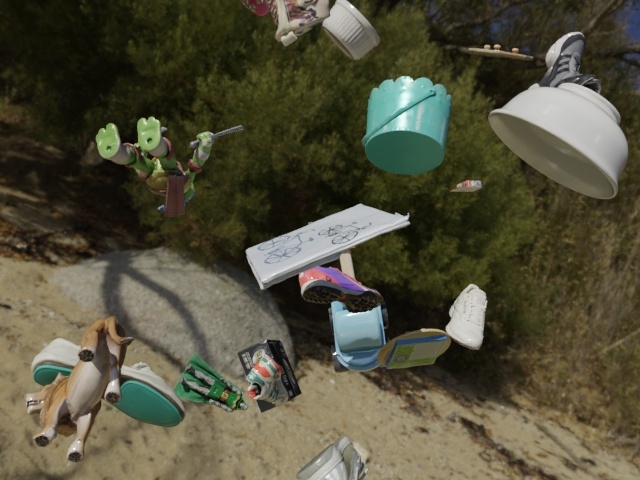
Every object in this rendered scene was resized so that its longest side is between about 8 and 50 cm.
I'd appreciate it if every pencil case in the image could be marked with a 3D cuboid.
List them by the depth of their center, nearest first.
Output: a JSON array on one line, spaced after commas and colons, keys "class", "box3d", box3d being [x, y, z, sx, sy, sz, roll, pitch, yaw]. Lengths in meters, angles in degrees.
[{"class": "pencil case", "box3d": [-0.102, -0.709, 1.293, 0.159, 0.183, 0.411, 3, -59, 43]}]

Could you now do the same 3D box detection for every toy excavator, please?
[{"class": "toy excavator", "box3d": [0.125, 0.227, 1.842, 0.222, 0.433, 0.445, -7, -23, 4]}]

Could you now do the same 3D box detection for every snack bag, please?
[{"class": "snack bag", "box3d": [0.000, 0.000, 1.193, 0.323, 0.342, 0.037, -147, -144, -74]}]

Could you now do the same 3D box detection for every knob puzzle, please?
[{"class": "knob puzzle", "box3d": [0.548, -0.576, 1.584, 0.213, 0.030, 0.213, 8, 20, -3]}]

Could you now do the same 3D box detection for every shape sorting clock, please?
[{"class": "shape sorting clock", "box3d": [0.255, 0.296, 1.429, 0.206, 0.206, 0.040, 28, 32, -38]}]

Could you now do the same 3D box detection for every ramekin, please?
[{"class": "ramekin", "box3d": [0.100, -0.728, 1.824, 0.207, 0.109, 0.207, 44, 9, -8]}]

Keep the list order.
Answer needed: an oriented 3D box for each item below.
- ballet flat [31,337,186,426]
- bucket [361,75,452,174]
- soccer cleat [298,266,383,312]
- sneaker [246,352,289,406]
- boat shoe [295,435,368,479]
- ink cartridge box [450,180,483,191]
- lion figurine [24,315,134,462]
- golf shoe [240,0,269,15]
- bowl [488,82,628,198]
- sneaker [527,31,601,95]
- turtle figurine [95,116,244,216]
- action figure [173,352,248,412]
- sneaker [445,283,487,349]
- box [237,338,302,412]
[{"class": "ballet flat", "box3d": [-0.519, 0.352, 1.339, 0.400, 0.139, 0.139, 29, -7, -23]}, {"class": "bucket", "box3d": [0.262, -0.340, 1.593, 0.280, 0.183, 0.281, 8, -23, 4]}, {"class": "soccer cleat", "box3d": [0.067, 0.137, 1.561, 0.318, 0.108, 0.117, 17, 45, -38]}, {"class": "sneaker", "box3d": [-0.115, 0.301, 1.066, 0.057, 0.075, 0.161, 35, -33, 34]}, {"class": "boat shoe", "box3d": [0.033, 0.460, 1.018, 0.103, 0.118, 0.320, 49, -9, 20]}, {"class": "ink cartridge box", "box3d": [0.557, -0.208, 1.994, 0.115, 0.029, 0.063, -1, -11, -21]}, {"class": "lion figurine", "box3d": [-0.478, 0.278, 1.079, 0.142, 0.392, 0.240, 35, 14, -24]}, {"class": "golf shoe", "box3d": [-0.242, -0.897, 1.710, 0.115, 0.140, 0.306, -10, -59, 44]}, {"class": "bowl", "box3d": [0.507, -0.224, 1.068, 0.297, 0.134, 0.298, 37, 6, -4]}, {"class": "sneaker", "box3d": [0.620, -0.398, 1.273, 0.101, 0.269, 0.153, 41, -12, -37]}, {"class": "turtle figurine", "box3d": [-0.348, -0.210, 1.146, 0.197, 0.275, 0.266, 25, -5, 15]}, {"class": "action figure", "box3d": [-0.320, 0.462, 1.602, 0.232, 0.137, 0.063, 34, -20, -17]}, {"class": "sneaker", "box3d": [0.495, 0.247, 1.747, 0.114, 0.152, 0.305, 22, 23, 1]}, {"class": "box", "box3d": [-0.118, 0.321, 1.255, 0.180, 0.077, 0.148, 61, 5, -76]}]
